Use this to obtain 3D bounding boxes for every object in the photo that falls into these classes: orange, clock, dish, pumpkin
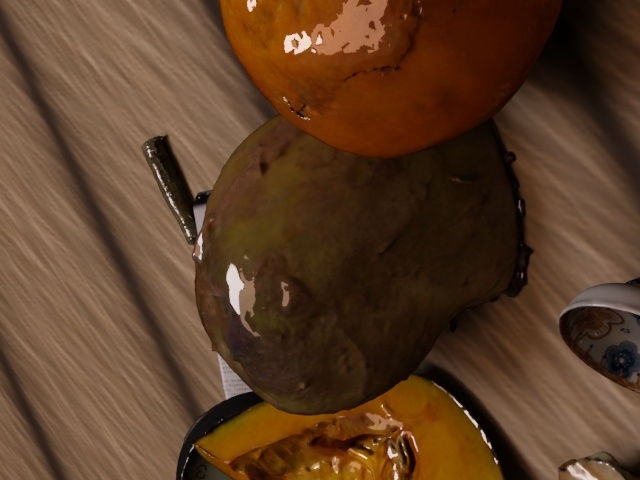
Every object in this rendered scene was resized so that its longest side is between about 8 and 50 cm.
[{"bbox_3d":[0.055,-0.207,1.341,0.284,0.226,0.284,0,91,43],"label":"orange"},{"bbox_3d":[-0.053,0.241,1.732,0.040,0.184,0.184,-111,11,-77],"label":"clock"},{"bbox_3d":[0.264,0.059,1.345,0.141,0.078,0.141,24,156,11],"label":"dish"},{"bbox_3d":[0.057,0.215,1.641,0.312,0.169,0.148,27,166,23],"label":"pumpkin"}]

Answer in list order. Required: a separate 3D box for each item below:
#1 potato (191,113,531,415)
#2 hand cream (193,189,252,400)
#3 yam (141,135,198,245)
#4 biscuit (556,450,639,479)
[{"bbox_3d":[0.000,0.000,1.500,0.301,0.237,0.288,-30,82,52],"label":"potato"},{"bbox_3d":[-0.067,0.103,1.787,0.121,0.076,0.336,-9,92,47],"label":"hand cream"},{"bbox_3d":[-0.153,-0.049,1.846,0.033,0.027,0.129,-38,76,53],"label":"yam"},{"bbox_3d":[0.274,0.228,1.410,0.183,0.061,0.118,6,112,52],"label":"biscuit"}]
